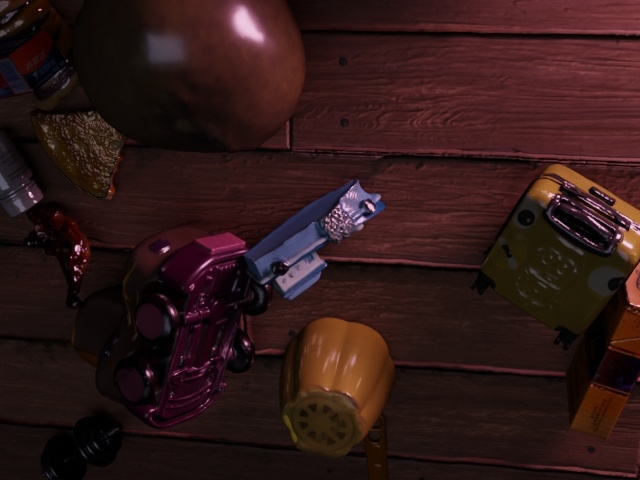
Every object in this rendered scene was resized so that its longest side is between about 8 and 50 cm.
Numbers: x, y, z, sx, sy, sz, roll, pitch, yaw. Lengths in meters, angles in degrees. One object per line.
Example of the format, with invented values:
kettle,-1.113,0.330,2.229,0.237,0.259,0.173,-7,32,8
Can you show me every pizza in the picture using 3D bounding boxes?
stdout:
pizza,-0.368,-0.170,1.649,0.185,0.036,0.176,41,114,-8

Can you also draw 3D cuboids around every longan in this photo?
longan,-0.176,-0.261,1.424,0.319,0.319,0.318,4,116,9

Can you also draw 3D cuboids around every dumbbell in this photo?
dumbbell,-0.437,0.383,1.897,0.208,0.099,0.099,-33,105,23

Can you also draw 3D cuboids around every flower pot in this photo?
flower pot,0.019,0.249,1.696,0.195,0.179,0.195,4,114,9

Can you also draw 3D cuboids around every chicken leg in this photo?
chicken leg,-0.419,0.016,1.690,0.089,0.048,0.219,-40,64,1

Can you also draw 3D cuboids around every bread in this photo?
bread,-0.451,-0.309,1.571,0.134,0.081,0.225,-32,106,22

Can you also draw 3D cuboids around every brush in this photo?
brush,0.104,0.435,1.862,0.090,0.017,0.314,0,115,11

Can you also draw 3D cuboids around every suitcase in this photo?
suitcase,0.357,0.016,1.524,0.194,0.143,0.235,34,130,10

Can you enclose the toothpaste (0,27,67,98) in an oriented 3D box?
toothpaste,-0.503,-0.247,1.534,0.320,0.076,0.066,0,129,42

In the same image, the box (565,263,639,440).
box,0.448,0.163,1.584,0.070,0.152,0.237,16,118,3

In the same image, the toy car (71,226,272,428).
toy car,-0.253,0.118,1.667,0.240,0.271,0.340,31,112,27

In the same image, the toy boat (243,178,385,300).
toy boat,0.000,0.000,1.594,0.238,0.109,0.098,-37,113,-9

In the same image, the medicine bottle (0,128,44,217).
medicine bottle,-0.511,-0.108,1.681,0.080,0.080,0.130,-23,110,21
